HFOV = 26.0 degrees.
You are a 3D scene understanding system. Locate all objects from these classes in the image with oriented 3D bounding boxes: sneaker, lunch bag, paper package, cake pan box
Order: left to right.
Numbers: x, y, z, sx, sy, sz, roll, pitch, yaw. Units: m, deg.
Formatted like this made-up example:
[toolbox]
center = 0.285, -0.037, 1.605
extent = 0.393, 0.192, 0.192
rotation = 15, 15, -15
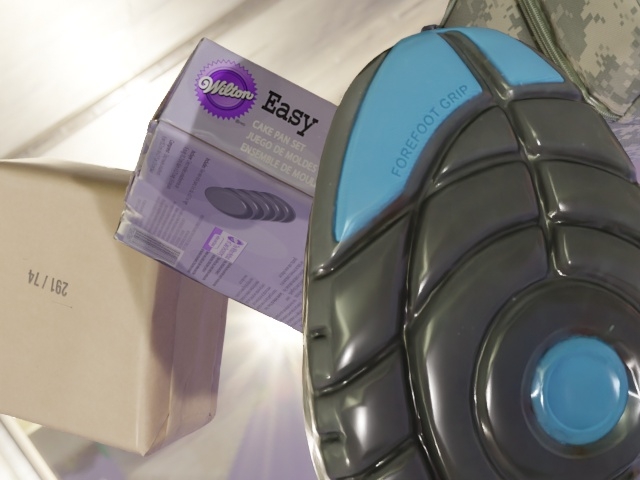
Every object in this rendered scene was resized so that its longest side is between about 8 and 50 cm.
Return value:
[paper package]
center = -0.281, 0.066, 1.658
extent = 0.324, 0.310, 0.168
rotation = 11, -170, 27
[cake pan box]
center = 0.000, 0.000, 0.873
extent = 0.070, 0.245, 0.267
rotation = -63, -176, -19
[sneaker]
center = 0.053, 0.099, 0.489
extent = 0.125, 0.341, 0.139
rotation = -10, -176, -13
[lunch bag]
center = 0.252, -0.163, 1.125
extent = 0.305, 0.213, 0.256
rotation = -7, 151, -35
